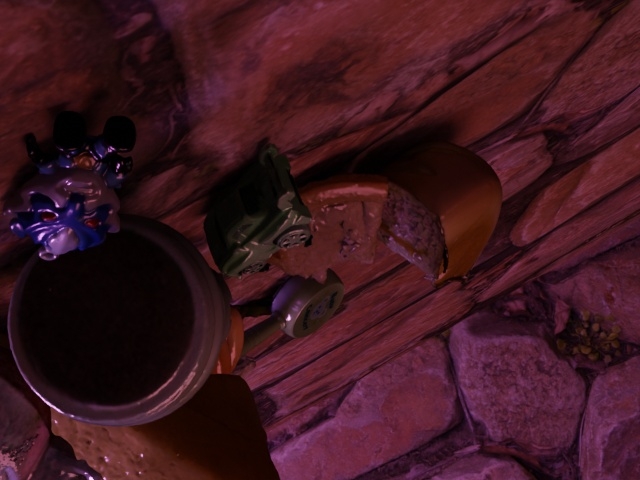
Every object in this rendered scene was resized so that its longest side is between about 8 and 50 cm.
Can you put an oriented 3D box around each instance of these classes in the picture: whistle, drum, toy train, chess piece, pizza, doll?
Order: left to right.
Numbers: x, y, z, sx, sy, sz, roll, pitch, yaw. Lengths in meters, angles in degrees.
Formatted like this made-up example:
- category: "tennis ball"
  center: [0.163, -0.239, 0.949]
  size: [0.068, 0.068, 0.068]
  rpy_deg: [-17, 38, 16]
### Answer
- category: "whistle"
  center: [-0.291, 0.209, 1.153]
  size: [0.142, 0.346, 0.134]
  rpy_deg: [-39, -156, 17]
- category: "doll"
  center: [-0.197, -0.036, 0.925]
  size: [0.096, 0.070, 0.195]
  rpy_deg: [9, 148, -20]
- category: "chess piece"
  center: [-0.172, 0.075, 1.167]
  size: [0.194, 0.195, 0.299]
  rpy_deg: [-32, 176, 5]
- category: "toy train"
  center: [-0.067, -0.028, 1.185]
  size: [0.149, 0.099, 0.081]
  rpy_deg: [-37, 153, 30]
- category: "drum"
  center: [-0.069, 0.130, 1.707]
  size: [0.253, 0.049, 0.130]
  rpy_deg: [-39, 154, -19]
- category: "pizza"
  center: [0.000, 0.000, 1.400]
  size: [0.181, 0.034, 0.262]
  rpy_deg: [-14, 153, 0]

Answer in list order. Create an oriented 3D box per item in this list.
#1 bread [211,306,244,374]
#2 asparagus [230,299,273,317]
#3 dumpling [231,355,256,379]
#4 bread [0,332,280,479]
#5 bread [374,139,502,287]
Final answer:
- category: "bread"
  center: [-0.242, 0.178, 1.479]
  size: [0.311, 0.121, 0.173]
  rpy_deg: [-13, 158, -44]
- category: "asparagus"
  center: [-0.091, 0.102, 1.723]
  size: [0.034, 0.027, 0.236]
  rpy_deg: [-14, 174, 26]
- category: "dumpling"
  center: [-0.195, 0.208, 1.722]
  size: [0.199, 0.118, 0.136]
  rpy_deg: [1, 151, -25]
- category: "bread"
  center: [-0.251, 0.260, 1.260]
  size: [0.361, 0.245, 0.233]
  rpy_deg: [20, 123, -35]
- category: "bread"
  center: [0.143, -0.045, 1.465]
  size: [0.156, 0.158, 0.261]
  rpy_deg: [-44, 159, -21]
